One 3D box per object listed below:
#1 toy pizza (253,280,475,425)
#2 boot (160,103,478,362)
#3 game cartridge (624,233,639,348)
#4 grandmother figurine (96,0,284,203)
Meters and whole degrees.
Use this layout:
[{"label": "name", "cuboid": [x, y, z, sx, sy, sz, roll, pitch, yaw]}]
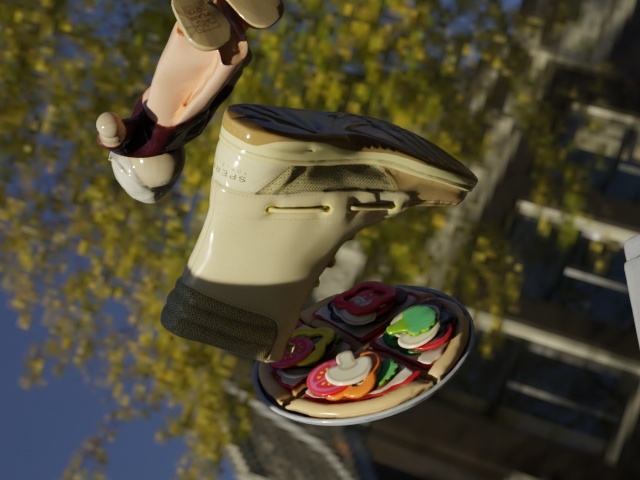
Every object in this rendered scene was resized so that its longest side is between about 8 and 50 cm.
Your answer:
[{"label": "toy pizza", "cuboid": [0.035, 0.091, 1.540, 0.201, 0.201, 0.032, -48, -48, -43]}, {"label": "boot", "cuboid": [0.000, 0.000, 1.459, 0.262, 0.095, 0.203, 4, -67, -43]}, {"label": "game cartridge", "cuboid": [0.344, 0.032, 1.114, 0.060, 0.294, 0.196, 44, -146, -41]}, {"label": "grandmother figurine", "cuboid": [-0.159, -0.149, 1.921, 0.208, 0.104, 0.342, -18, -21, -29]}]
